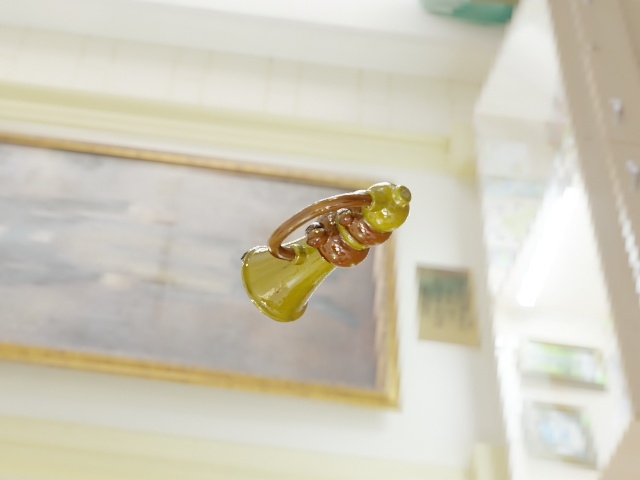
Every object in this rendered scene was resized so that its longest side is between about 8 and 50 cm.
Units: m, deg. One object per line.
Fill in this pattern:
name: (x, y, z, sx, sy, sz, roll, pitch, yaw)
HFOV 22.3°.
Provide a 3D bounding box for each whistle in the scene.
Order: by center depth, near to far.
whistle: (-0.001, -0.004, 0.841, 0.109, 0.057, 0.046, -41, 30, 43)
